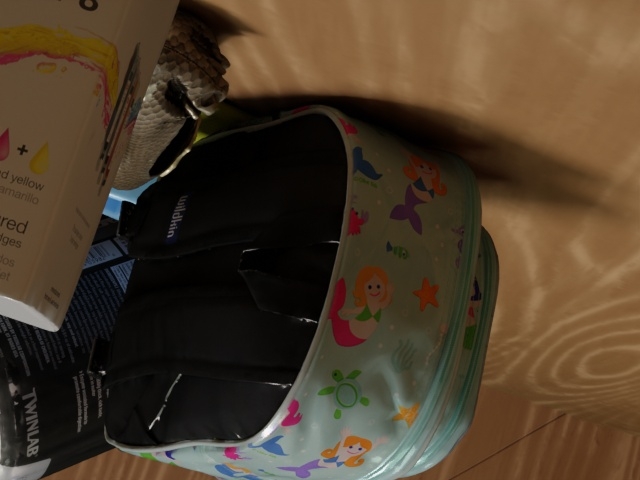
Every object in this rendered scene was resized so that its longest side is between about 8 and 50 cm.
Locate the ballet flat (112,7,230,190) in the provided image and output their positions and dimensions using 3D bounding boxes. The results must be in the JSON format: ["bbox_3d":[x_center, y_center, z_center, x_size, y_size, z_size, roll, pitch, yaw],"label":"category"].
[{"bbox_3d":[-0.082,-0.072,1.016,0.058,0.084,0.250,20,168,-2],"label":"ballet flat"}]

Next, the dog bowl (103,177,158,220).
[{"bbox_3d":[-0.094,-0.037,1.359,0.166,0.074,0.297,13,172,41],"label":"dog bowl"}]

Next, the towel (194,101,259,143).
[{"bbox_3d":[-0.109,-0.080,1.173,0.237,0.021,0.102,22,159,-28],"label":"towel"}]

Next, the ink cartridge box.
[{"bbox_3d":[-0.145,-0.068,0.767,0.128,0.176,0.127,18,171,2],"label":"ink cartridge box"}]

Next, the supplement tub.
[{"bbox_3d":[-0.179,0.071,1.508,0.316,0.193,0.193,-19,-160,-37],"label":"supplement tub"}]

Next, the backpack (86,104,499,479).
[{"bbox_3d":[-0.004,0.040,1.086,0.191,0.225,0.253,18,164,-23],"label":"backpack"}]
